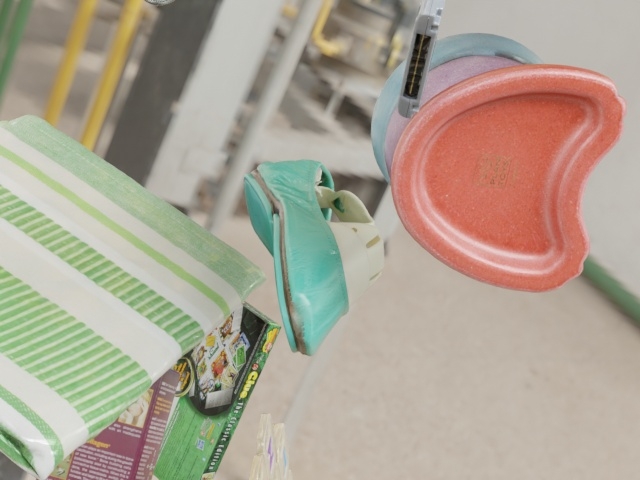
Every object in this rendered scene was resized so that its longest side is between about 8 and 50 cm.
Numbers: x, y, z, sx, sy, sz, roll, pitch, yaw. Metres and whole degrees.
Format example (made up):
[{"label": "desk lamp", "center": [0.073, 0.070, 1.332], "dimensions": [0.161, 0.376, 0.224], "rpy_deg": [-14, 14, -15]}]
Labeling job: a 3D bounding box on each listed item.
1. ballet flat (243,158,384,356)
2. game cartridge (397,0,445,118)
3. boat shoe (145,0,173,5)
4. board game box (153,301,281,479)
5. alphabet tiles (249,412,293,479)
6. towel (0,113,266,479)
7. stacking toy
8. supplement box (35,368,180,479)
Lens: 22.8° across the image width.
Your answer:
[{"label": "ballet flat", "center": [0.000, 0.000, 1.146], "dimensions": [0.087, 0.083, 0.247], "rpy_deg": [-11, 26, -4]}, {"label": "game cartridge", "center": [0.061, -0.119, 0.931], "dimensions": [0.017, 0.083, 0.056], "rpy_deg": [16, 49, 5]}, {"label": "boat shoe", "center": [-0.093, -0.372, 1.560], "dimensions": [0.121, 0.335, 0.119], "rpy_deg": [10, 39, -29]}, {"label": "board game box", "center": [-0.150, 0.193, 2.031], "dimensions": [0.136, 0.259, 0.030], "rpy_deg": [33, 13, 37]}, {"label": "alphabet tiles", "center": [-0.055, 0.326, 1.598], "dimensions": [0.021, 0.278, 0.284], "rpy_deg": [-1, 38, 8]}, {"label": "towel", "center": [-0.204, 0.023, 1.129], "dimensions": [0.248, 0.038, 0.325], "rpy_deg": [34, 29, 7]}, {"label": "stacking toy", "center": [0.188, -0.121, 1.025], "dimensions": [0.279, 0.309, 0.130], "rpy_deg": [16, 22, -14]}, {"label": "supplement box", "center": [-0.227, 0.214, 1.676], "dimensions": [0.104, 0.188, 0.081], "rpy_deg": [14, -8, 10]}]
